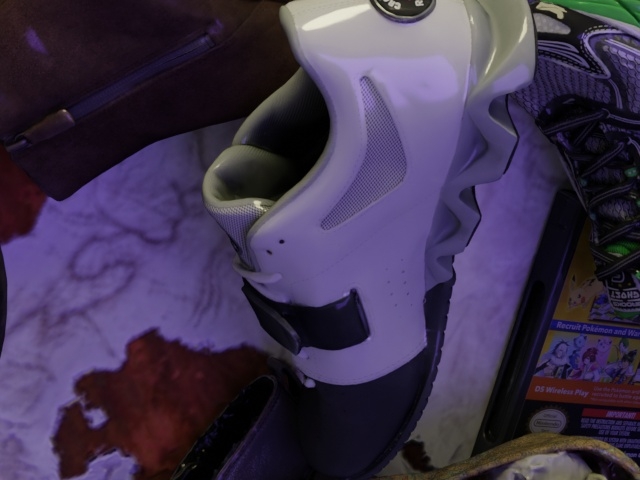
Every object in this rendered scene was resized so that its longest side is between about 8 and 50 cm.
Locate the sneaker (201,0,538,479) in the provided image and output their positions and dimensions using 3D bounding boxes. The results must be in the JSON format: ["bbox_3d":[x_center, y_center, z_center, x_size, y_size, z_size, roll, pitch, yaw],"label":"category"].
[{"bbox_3d":[0.000,0.000,0.831,0.146,0.122,0.330,1,127,-16],"label":"sneaker"}]

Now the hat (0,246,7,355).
[{"bbox_3d":[-0.293,0.087,0.717,0.331,0.134,0.331,-13,128,-17],"label":"hat"}]

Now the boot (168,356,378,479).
[{"bbox_3d":[-0.034,0.228,0.988,0.229,0.091,0.263,35,81,-35],"label":"boot"}]

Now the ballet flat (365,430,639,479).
[{"bbox_3d":[0.072,0.196,0.928,0.348,0.123,0.123,-15,118,-37],"label":"ballet flat"}]

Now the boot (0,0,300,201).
[{"bbox_3d":[-0.067,-0.091,0.846,0.207,0.090,0.248,-38,130,7],"label":"boot"}]

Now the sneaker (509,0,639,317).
[{"bbox_3d":[0.215,-0.034,0.948,0.343,0.134,0.146,40,74,-26],"label":"sneaker"}]

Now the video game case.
[{"bbox_3d":[0.249,0.098,1.115,0.275,0.035,0.248,7,107,-30],"label":"video game case"}]
